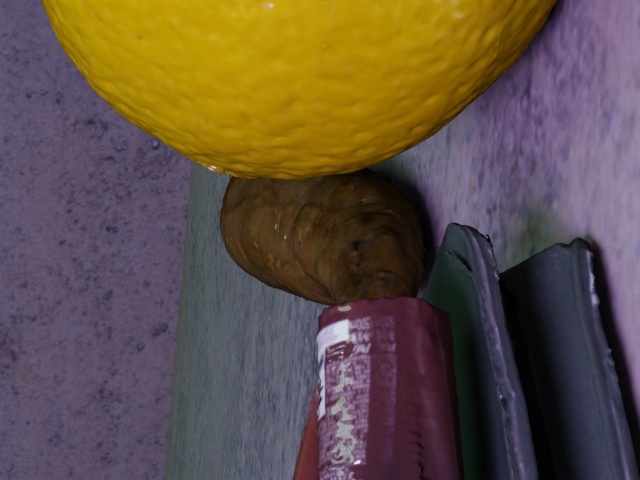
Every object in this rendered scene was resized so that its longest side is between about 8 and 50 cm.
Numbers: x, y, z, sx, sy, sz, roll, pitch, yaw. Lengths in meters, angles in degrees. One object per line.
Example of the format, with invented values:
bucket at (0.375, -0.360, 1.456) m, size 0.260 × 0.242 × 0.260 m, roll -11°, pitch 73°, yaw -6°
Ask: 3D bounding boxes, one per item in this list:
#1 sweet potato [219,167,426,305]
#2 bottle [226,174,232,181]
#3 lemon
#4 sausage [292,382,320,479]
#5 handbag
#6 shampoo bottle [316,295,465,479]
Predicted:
sweet potato at (0.005, -0.002, 1.007) m, size 0.423 × 0.131 × 0.130 m, roll -143°, pitch 58°, yaw -70°
bottle at (-0.075, -0.066, 1.569) m, size 0.217 × 0.060 × 0.060 m, roll -128°, pitch 43°, yaw -75°
lemon at (-0.012, -0.194, 0.716) m, size 0.336 × 0.336 × 0.336 m, roll -176°, pitch 90°, yaw -79°
sausage at (-0.002, 0.186, 1.188) m, size 0.035 × 0.030 × 0.147 m, roll -96°, pitch 16°, yaw -53°
handbag at (0.084, 0.154, 0.662) m, size 0.260 × 0.079 × 0.247 m, roll 107°, pitch 163°, yaw -51°
shampoo bottle at (0.033, 0.140, 0.548) m, size 0.068 × 0.067 × 0.236 m, roll 65°, pitch -159°, yaw -65°
